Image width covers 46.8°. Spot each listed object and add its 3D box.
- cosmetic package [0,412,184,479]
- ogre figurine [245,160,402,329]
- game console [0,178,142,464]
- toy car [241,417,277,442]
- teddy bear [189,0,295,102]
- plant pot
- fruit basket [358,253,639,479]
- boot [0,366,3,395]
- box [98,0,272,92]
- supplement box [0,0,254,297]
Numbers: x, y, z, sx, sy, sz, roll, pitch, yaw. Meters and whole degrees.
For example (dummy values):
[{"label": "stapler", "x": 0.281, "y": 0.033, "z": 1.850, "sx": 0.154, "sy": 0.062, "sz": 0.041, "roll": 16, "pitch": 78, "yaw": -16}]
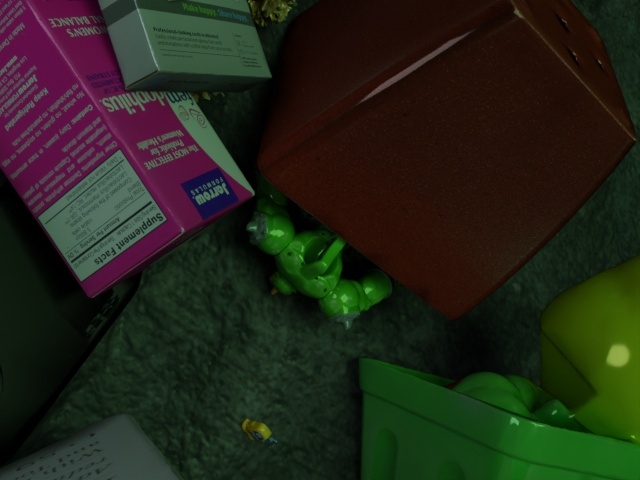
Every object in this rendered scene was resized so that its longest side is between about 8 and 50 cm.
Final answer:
[{"label": "cosmetic package", "x": -0.155, "y": 0.309, "z": 0.307, "sx": 0.329, "sy": 0.394, "sz": 0.327, "roll": -20, "pitch": 94, "yaw": -22}, {"label": "ogre figurine", "x": 0.000, "y": 0.000, "z": 0.720, "sx": 0.197, "sy": 0.097, "sz": 0.118, "roll": 60, "pitch": 41, "yaw": -25}, {"label": "game console", "x": -0.310, "y": -0.018, "z": 0.520, "sx": 0.361, "sy": 0.044, "sz": 0.213, "roll": 44, "pitch": 58, "yaw": -22}, {"label": "toy car", "x": -0.052, "y": 0.228, "z": 0.669, "sx": 0.060, "sy": 0.040, "sz": 0.122, "roll": -27, "pitch": 98, "yaw": -37}, {"label": "teddy bear", "x": -0.117, "y": -0.295, "z": 0.695, "sx": 0.245, "sy": 0.113, "sz": 0.338, "roll": 8, "pitch": 84, "yaw": -28}, {"label": "plant pot", "x": 0.132, "y": -0.133, "z": 0.701, "sx": 0.267, "sy": 0.236, "sz": 0.267, "roll": 36, "pitch": 39, "yaw": -26}, {"label": "fruit basket", "x": 0.254, "y": 0.163, "z": 0.755, "sx": 0.392, "sy": 0.283, "sz": 0.392, "roll": -4, "pitch": 98, "yaw": -32}, {"label": "boot", "x": -0.425, "y": 0.009, "z": 0.328, "sx": 0.445, "sy": 0.146, "sz": 0.367, "roll": -23, "pitch": 107, "yaw": -27}, {"label": "box", "x": -0.116, "y": -0.207, "z": 0.561, "sx": 0.145, "sy": 0.038, "sz": 0.186, "roll": -18, "pitch": 89, "yaw": -60}, {"label": "supplement box", "x": -0.169, "y": -0.086, "z": 0.557, "sx": 0.220, "sy": 0.114, "sz": 0.111, "roll": 58, "pitch": 28, "yaw": -4}]
